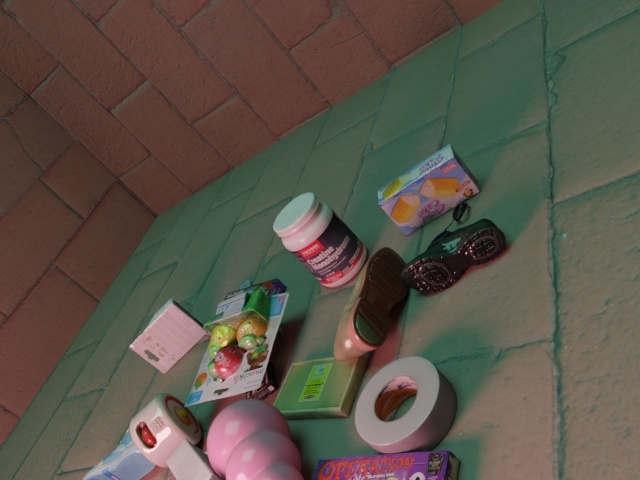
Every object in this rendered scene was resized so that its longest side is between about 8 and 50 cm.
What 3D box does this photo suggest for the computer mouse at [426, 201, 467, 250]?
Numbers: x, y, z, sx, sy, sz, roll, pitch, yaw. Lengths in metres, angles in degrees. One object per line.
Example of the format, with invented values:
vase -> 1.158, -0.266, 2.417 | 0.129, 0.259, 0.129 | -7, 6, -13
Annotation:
computer mouse -> 0.364, -0.024, 1.681 | 0.242, 0.041, 0.071 | -52, 9, -30

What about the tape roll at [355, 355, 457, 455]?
tape roll -> 0.181, 0.360, 1.290 | 0.219, 0.072, 0.219 | -35, 25, 19

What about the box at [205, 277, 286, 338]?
box -> -0.272, 0.254, 2.163 | 0.293, 0.057, 0.201 | -20, 34, 41

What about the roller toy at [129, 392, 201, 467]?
roller toy -> -0.456, 0.563, 1.786 | 0.146, 0.191, 0.209 | -43, 24, -1

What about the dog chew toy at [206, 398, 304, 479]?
dog chew toy -> -0.137, 0.516, 1.385 | 0.206, 0.206, 0.332 | -46, 32, -5

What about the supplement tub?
supplement tub -> 0.000, 0.000, 1.899 | 0.191, 0.272, 0.191 | -34, 26, 20

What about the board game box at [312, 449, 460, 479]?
board game box -> 0.101, 0.527, 1.178 | 0.346, 0.056, 0.208 | -22, 28, 39

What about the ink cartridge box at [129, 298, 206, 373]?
ink cartridge box -> -0.585, 0.367, 2.298 | 0.232, 0.189, 0.066 | -43, 24, 2

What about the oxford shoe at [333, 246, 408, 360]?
oxford shoe -> 0.126, 0.160, 1.608 | 0.146, 0.140, 0.397 | -43, 6, 39

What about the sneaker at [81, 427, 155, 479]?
sneaker -> -0.626, 0.690, 1.935 | 0.319, 0.127, 0.208 | -32, 23, 18

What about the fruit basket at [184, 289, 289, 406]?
fruit basket -> -0.265, 0.325, 1.842 | 0.327, 0.165, 0.353 | -22, 30, 34

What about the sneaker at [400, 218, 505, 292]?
sneaker -> 0.340, 0.038, 1.555 | 0.286, 0.109, 0.130 | -27, 19, 18

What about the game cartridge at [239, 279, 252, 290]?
game cartridge -> -0.294, 0.188, 2.355 | 0.056, 0.017, 0.083 | -42, 24, 11

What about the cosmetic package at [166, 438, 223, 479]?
cosmetic package -> -0.298, 0.604, 1.514 | 0.085, 0.117, 0.231 | -50, 24, -17

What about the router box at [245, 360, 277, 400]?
router box -> -0.178, 0.422, 1.775 | 0.092, 0.038, 0.122 | -40, 24, 9

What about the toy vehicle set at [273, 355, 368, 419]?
toy vehicle set -> -0.007, 0.387, 1.574 | 0.266, 0.035, 0.166 | -18, 34, 43

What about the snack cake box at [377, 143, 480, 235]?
snack cake box -> 0.322, -0.148, 1.796 | 0.264, 0.152, 0.089 | -33, 27, 23

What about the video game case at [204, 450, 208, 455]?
video game case -> -0.294, 0.643, 1.615 | 0.183, 0.023, 0.201 | -32, 27, 24
